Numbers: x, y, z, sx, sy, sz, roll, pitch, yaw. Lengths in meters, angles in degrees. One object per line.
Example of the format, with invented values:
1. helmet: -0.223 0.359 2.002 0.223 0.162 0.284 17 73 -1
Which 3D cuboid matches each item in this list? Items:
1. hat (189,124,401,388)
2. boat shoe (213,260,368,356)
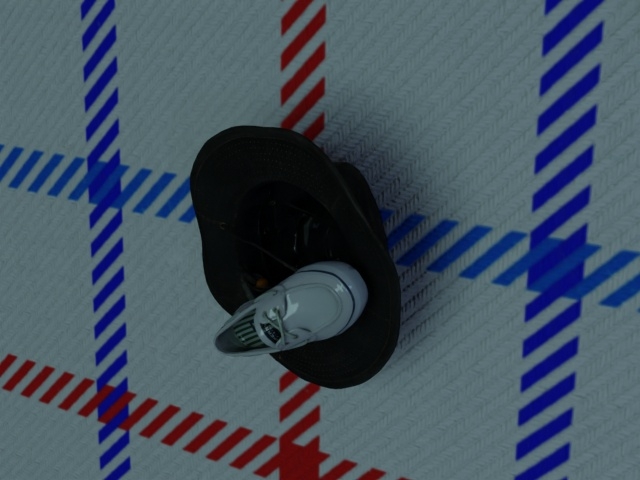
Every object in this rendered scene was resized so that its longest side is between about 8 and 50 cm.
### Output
1. hat: 0.000 0.000 1.306 0.331 0.134 0.331 26 134 31
2. boat shoe: -0.036 0.090 1.242 0.083 0.076 0.226 55 141 -3
